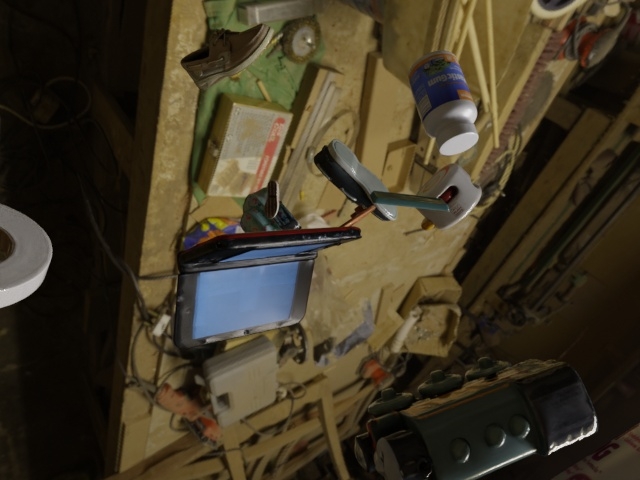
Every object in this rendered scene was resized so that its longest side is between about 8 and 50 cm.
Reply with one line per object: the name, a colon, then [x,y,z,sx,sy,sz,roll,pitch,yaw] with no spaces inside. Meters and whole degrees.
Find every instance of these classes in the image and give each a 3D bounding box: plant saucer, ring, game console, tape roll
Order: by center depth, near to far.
game console: [-0.045,0.042,0.383,0.143,0.086,0.124,-5,173,-38]
plant saucer: [0.222,-0.100,1.081,0.191,0.067,0.018,7,113,-5]
tape roll: [-0.923,0.023,1.125,0.391,0.392,0.072,4,127,-47]
ring: [0.000,0.000,1.133,0.336,0.032,0.336,-35,177,-2]

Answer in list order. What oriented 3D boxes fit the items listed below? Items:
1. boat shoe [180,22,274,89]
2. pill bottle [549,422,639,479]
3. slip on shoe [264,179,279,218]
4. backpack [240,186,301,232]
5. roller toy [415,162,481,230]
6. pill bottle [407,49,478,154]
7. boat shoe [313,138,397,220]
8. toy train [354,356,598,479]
boat shoe: [-0.253,-0.500,1.145,0.098,0.302,0.109,45,49,-37]
pill bottle: [0.387,0.270,0.449,0.283,0.160,0.160,-36,146,5]
slip on shoe: [-0.166,-0.144,1.513,0.041,0.051,0.136,-43,138,-72]
backpack: [-0.235,-0.091,1.872,0.191,0.254,0.225,-27,167,-31]
roller toy: [0.412,-0.136,1.402,0.209,0.146,0.191,-51,-173,-25]
pill bottle: [0.359,-0.392,1.251,0.152,0.272,0.152,-11,160,-4]
boat shoe: [0.106,-0.161,1.268,0.091,0.302,0.114,-32,-161,35]
toy train: [0.215,0.262,0.627,0.333,0.143,0.190,-14,168,-12]
